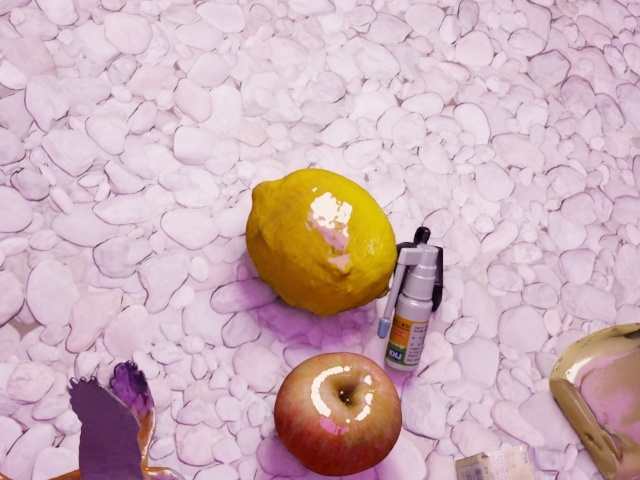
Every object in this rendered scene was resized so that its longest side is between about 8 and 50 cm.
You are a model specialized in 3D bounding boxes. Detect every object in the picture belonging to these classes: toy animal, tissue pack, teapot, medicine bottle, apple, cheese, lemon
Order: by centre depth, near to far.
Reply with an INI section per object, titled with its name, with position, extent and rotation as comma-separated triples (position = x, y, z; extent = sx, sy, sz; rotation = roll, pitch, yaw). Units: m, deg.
[toy animal]
position = -0.363, 0.354, 1.254
extent = 0.284, 0.225, 0.302
rotation = -27, 89, -4
[apple]
position = 0.029, 0.279, 1.367
extent = 0.209, 0.164, 0.210
rotation = 8, 55, -12
[tissue pack]
position = 0.299, 0.443, 1.380
extent = 0.092, 0.148, 0.196
rotation = -5, 72, -16
[lemon]
position = 0.000, 0.000, 1.434
extent = 0.288, 0.233, 0.233
rotation = 37, 64, -6
[medicine bottle]
position = 0.147, 0.115, 1.445
extent = 0.092, 0.061, 0.221
rotation = 0, 109, -34
[teapot]
position = 0.184, 0.054, 1.532
extent = 0.087, 0.096, 0.177
rotation = 8, 67, -12
[cheese]
position = 0.582, 0.266, 1.545
extent = 0.315, 0.128, 0.260
rotation = -29, 86, -17
